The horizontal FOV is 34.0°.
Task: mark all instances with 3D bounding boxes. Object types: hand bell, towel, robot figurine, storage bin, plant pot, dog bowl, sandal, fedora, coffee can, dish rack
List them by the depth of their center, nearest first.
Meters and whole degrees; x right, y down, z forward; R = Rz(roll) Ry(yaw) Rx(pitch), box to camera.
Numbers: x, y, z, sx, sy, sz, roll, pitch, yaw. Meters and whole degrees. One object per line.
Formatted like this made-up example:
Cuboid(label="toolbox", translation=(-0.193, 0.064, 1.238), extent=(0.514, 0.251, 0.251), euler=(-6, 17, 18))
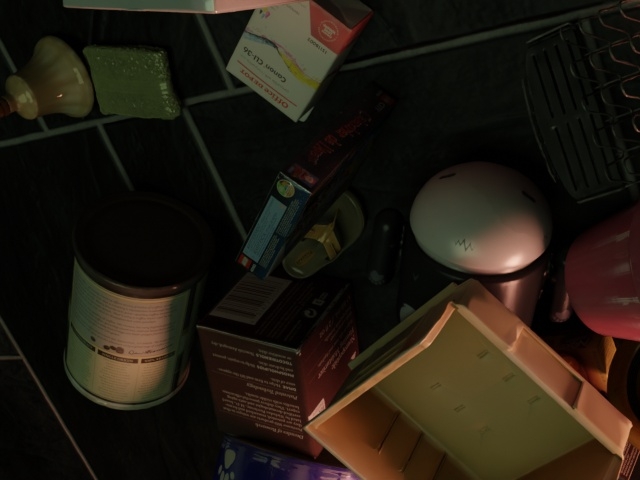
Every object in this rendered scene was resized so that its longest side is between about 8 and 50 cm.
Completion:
Cuboid(label="dish rack", translation=(0.321, -0.156, 1.044), extent=(0.271, 0.074, 0.208), euler=(-21, 83, 41))
Cuboid(label="plant pot", translation=(0.373, 0.032, 1.129), extent=(0.201, 0.201, 0.180), euler=(52, 149, -11))
Cuboid(label="storage bin", translation=(0.168, 0.212, 1.194), extent=(0.262, 0.123, 0.260), euler=(42, 135, -4))
Cuboid(label="fedora", translation=(0.433, 0.167, 1.233), extent=(0.079, 0.194, 0.194), euler=(18, 147, -37))
Cuboid(label="robot figurine", translation=(0.182, 0.037, 1.261), extent=(0.173, 0.209, 0.278), euler=(-124, 29, -45))
Cuboid(label="sandal", translation=(0.000, 0.000, 1.427), extent=(0.072, 0.049, 0.180), euler=(42, 128, -2))
Cuboid(label="hand bell", translation=(-0.445, -0.178, 1.435), extent=(0.126, 0.242, 0.126), euler=(28, 136, 30))
Cuboid(label="towel", translation=(-0.261, -0.222, 1.450), extent=(0.148, 0.027, 0.110), euler=(7, 125, 30))
Cuboid(label="coffee can", translation=(-0.277, 0.093, 1.570), extent=(0.201, 0.201, 0.275), euler=(28, 133, 12))
Cuboid(label="dog bowl", translation=(-0.029, 0.365, 1.573), extent=(0.264, 0.265, 0.104), euler=(11, 86, 26))

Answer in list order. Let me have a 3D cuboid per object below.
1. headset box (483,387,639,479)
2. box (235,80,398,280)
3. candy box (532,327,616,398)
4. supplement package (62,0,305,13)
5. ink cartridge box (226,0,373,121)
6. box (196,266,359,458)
Cuboid(label="headset box", translation=(0.311, 0.296, 1.335), extent=(0.293, 0.110, 0.218), euler=(33, 135, 8))
Cuboid(label="box", translation=(-0.002, -0.074, 1.248), extent=(0.044, 0.233, 0.159), euler=(35, 134, 6))
Cuboid(label="candy box", translation=(0.342, 0.202, 1.358), extent=(0.109, 0.053, 0.187), euler=(-7, 117, 36))
Cuboid(label="supplement package", translation=(-0.140, -0.380, 1.093), extent=(0.199, 0.198, 0.263), euler=(9, 109, 28))
Cuboid(label="ink cartridge box", translation=(-0.035, -0.228, 1.271), extent=(0.115, 0.067, 0.198), euler=(38, 134, 3))
Cuboid(label="box", translation=(-0.053, 0.168, 1.505), extent=(0.167, 0.168, 0.203), euler=(10, 127, 26))
